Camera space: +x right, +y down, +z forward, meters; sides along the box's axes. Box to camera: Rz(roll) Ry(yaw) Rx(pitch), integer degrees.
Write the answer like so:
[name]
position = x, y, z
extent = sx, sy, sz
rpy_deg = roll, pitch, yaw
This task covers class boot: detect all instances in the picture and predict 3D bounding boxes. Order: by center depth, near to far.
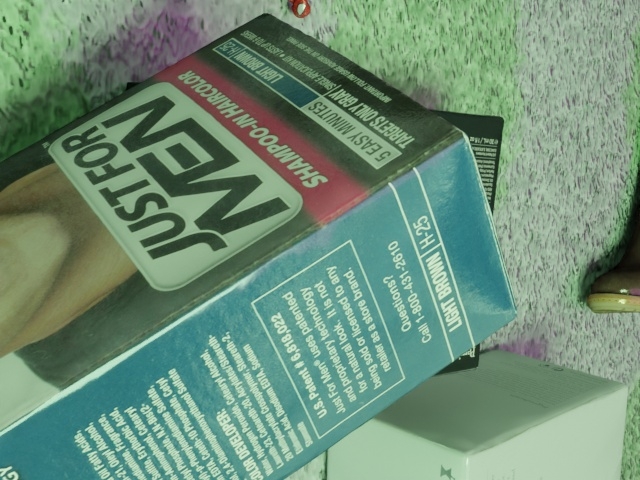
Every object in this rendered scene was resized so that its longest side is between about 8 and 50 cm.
[boot]
position = 0.341, -0.035, 1.072
extent = 0.248, 0.090, 0.207
rpy_deg = -10, 94, -44

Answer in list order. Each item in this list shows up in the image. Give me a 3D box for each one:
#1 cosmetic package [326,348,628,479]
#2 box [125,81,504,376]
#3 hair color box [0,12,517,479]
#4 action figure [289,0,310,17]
[cosmetic package]
position = 0.123, 0.227, 0.837
extent = 0.224, 0.138, 0.224
rpy_deg = -10, 106, -47
[box]
position = 0.000, 0.000, 0.680
extent = 0.261, 0.103, 0.185
rpy_deg = -1, 96, -47
[hair color box]
position = -0.112, 0.049, 0.436
extent = 0.347, 0.174, 0.105
rpy_deg = -33, 128, -13
[action figure]
position = -0.029, -0.193, 0.661
extent = 0.038, 0.030, 0.115
rpy_deg = -47, 131, -36
